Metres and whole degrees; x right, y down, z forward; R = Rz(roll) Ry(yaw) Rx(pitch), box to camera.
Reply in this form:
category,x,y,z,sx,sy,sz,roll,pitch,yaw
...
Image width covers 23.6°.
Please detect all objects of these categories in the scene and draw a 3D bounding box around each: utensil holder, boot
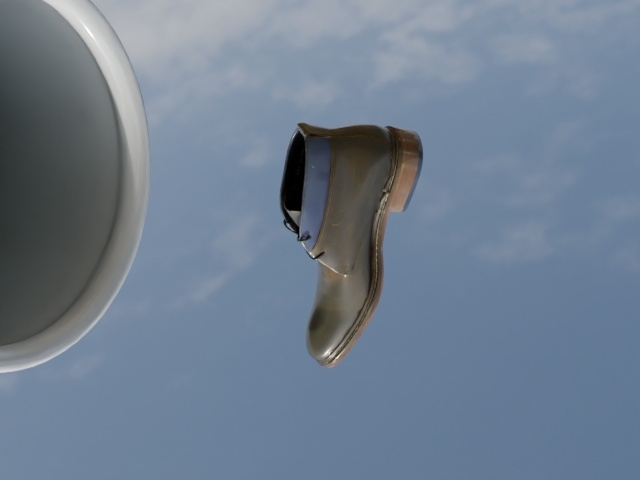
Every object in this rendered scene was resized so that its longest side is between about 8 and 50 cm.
category,x,y,z,sx,sy,sz,roll,pitch,yaw
utensil holder,-0.397,-0.067,1.322,0.385,0.328,0.328,4,-132,34
boot,0.000,0.000,1.283,0.082,0.106,0.219,43,-61,58
